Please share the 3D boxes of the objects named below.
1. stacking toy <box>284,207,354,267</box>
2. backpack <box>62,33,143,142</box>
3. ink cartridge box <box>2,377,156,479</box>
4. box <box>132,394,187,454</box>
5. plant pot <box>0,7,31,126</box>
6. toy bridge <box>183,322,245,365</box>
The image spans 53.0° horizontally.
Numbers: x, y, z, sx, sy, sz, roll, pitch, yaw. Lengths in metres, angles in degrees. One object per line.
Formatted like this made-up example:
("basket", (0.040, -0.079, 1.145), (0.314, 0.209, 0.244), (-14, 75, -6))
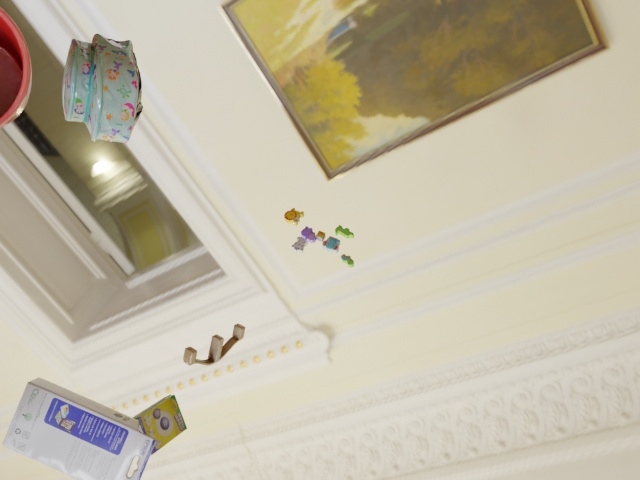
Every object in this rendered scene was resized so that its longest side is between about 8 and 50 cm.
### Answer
("stacking toy", (0.000, 0.000, 1.926), (0.221, 0.167, 0.052), (21, -120, 19))
("backpack", (-0.534, -0.368, 1.585), (0.254, 0.191, 0.225), (60, -42, 38))
("ink cartridge box", (-0.551, 0.461, 1.493), (0.065, 0.332, 0.166), (11, 103, -86))
("box", (-0.420, 0.482, 1.693), (0.043, 0.105, 0.179), (-20, -178, 24))
("plant pot", (-0.680, -0.317, 1.223), (0.275, 0.275, 0.243), (-38, -166, -8))
("toy bridge", (-0.232, 0.240, 1.419), (0.026, 0.063, 0.188), (23, -159, 25))
